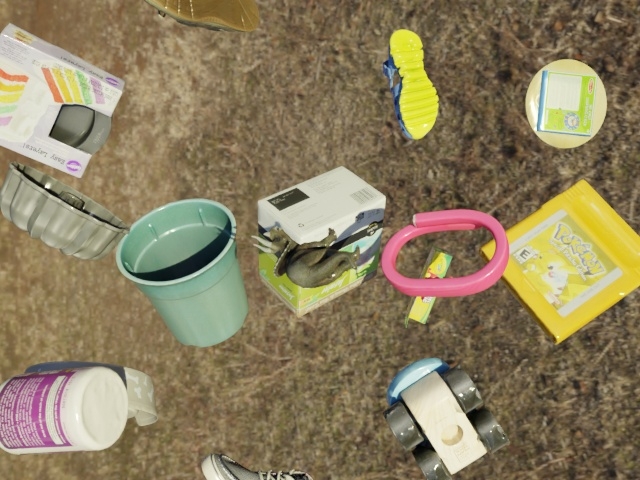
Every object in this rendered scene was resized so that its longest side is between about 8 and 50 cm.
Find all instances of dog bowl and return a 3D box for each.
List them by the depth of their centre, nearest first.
[{"bbox_3d":[-0.572,0.382,1.628,0.348,0.348,0.102,-35,48,52],"label":"dog bowl"}]

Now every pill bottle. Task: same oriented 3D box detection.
[{"bbox_3d":[-0.569,0.354,1.373,0.301,0.169,0.169,-9,80,19],"label":"pill bottle"}]

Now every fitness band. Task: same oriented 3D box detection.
[{"bbox_3d":[0.275,0.028,1.485,0.290,0.054,0.209,-5,52,27],"label":"fitness band"}]

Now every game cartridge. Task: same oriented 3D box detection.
[{"bbox_3d":[0.590,0.043,1.569,0.285,0.323,0.053,54,173,22],"label":"game cartridge"}]

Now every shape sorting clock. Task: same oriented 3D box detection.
[{"bbox_3d":[0.579,-0.322,1.566,0.040,0.206,0.206,-141,54,-84],"label":"shape sorting clock"}]

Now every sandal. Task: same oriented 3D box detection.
[{"bbox_3d":[0.255,-0.444,1.941,0.138,0.126,0.318,145,119,-70],"label":"sandal"}]

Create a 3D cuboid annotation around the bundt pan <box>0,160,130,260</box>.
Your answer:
[{"bbox_3d":[-0.649,-0.059,1.650,0.124,0.330,0.330,-58,37,-1],"label":"bundt pan"}]

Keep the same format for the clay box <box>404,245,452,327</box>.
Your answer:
[{"bbox_3d":[0.287,0.130,1.785,0.127,0.053,0.222,-42,-28,-81],"label":"clay box"}]

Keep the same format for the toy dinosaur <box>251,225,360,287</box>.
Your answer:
[{"bbox_3d":[-0.011,0.052,1.344,0.313,0.160,0.121,36,146,61],"label":"toy dinosaur"}]

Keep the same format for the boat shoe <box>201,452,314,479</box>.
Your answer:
[{"bbox_3d":[-0.118,0.584,1.580,0.158,0.340,0.127,-40,24,4],"label":"boat shoe"}]

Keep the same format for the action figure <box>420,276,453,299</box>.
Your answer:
[{"bbox_3d":[0.292,0.114,1.666,0.038,0.115,0.030,43,138,35],"label":"action figure"}]

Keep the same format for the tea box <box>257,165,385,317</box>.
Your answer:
[{"bbox_3d":[0.000,0.000,2.032,0.220,0.329,0.324,40,143,36],"label":"tea box"}]

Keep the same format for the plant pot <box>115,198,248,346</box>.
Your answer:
[{"bbox_3d":[-0.369,0.112,1.930,0.341,0.341,0.334,52,163,44],"label":"plant pot"}]

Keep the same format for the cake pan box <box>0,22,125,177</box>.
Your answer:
[{"bbox_3d":[-0.582,-0.287,1.420,0.246,0.266,0.070,-52,28,26],"label":"cake pan box"}]

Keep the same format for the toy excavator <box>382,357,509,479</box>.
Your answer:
[{"bbox_3d":[0.305,0.454,1.759,0.433,0.222,0.445,57,180,-21],"label":"toy excavator"}]

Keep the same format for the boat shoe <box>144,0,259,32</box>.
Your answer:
[{"bbox_3d":[-0.262,-0.484,1.363,0.089,0.285,0.105,1,84,48],"label":"boat shoe"}]
